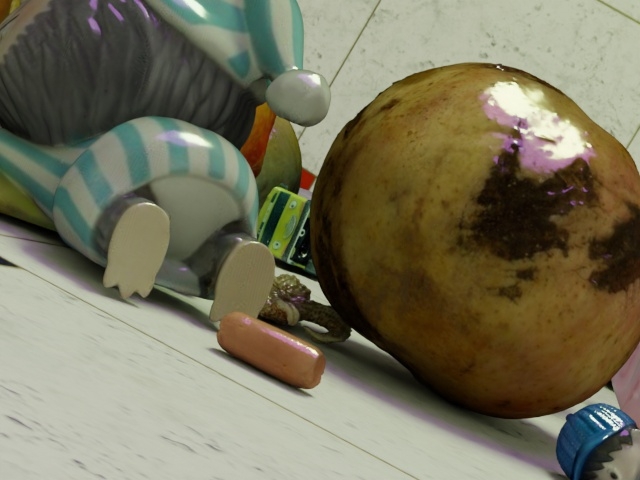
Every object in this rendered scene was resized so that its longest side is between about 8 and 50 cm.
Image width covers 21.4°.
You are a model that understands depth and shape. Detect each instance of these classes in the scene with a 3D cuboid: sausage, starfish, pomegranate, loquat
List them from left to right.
[{"bbox_3d":[-0.112,-0.111,2.237,0.179,0.179,0.227,22,13,-28],"label":"loquat"},{"bbox_3d":[-0.036,0.079,1.214,0.083,0.034,0.034,24,4,17],"label":"sausage"},{"bbox_3d":[-0.041,0.042,1.528,0.150,0.053,0.209,19,7,-9],"label":"starfish"},{"bbox_3d":[0.145,0.001,1.483,0.322,0.322,0.322,24,4,-2],"label":"pomegranate"}]

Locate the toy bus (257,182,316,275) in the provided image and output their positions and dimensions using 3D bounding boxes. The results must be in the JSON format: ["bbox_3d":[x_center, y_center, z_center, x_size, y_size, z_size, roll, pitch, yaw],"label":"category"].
[{"bbox_3d":[0.000,0.000,2.044,0.101,0.088,0.175,26,2,40],"label":"toy bus"}]

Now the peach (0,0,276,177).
[{"bbox_3d":[-0.212,-0.200,1.983,0.372,0.290,0.372,28,3,-2],"label":"peach"}]

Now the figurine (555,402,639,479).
[{"bbox_3d":[0.250,0.175,1.320,0.136,0.079,0.077,20,-37,2],"label":"figurine"}]

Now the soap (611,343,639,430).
[{"bbox_3d":[0.414,0.140,1.827,0.109,0.193,0.324,23,4,-19],"label":"soap"}]

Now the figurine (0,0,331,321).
[{"bbox_3d":[-0.127,-0.163,1.410,0.266,0.378,0.361,17,7,-34],"label":"figurine"}]
